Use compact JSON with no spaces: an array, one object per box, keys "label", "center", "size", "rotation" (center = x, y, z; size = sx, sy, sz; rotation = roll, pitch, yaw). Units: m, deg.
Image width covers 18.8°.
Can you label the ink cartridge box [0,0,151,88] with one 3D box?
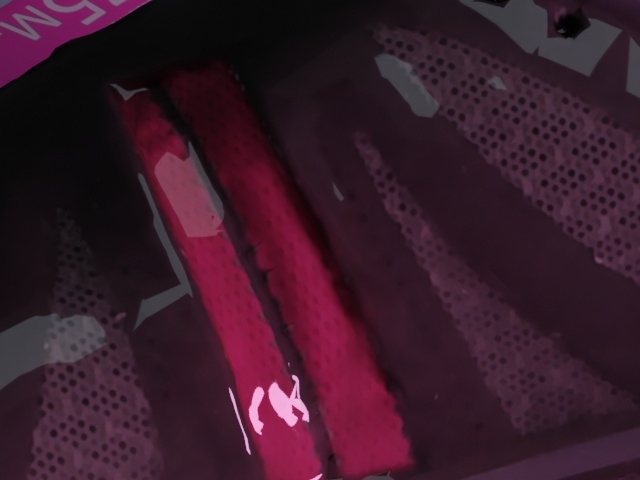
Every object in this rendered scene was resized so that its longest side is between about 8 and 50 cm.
[{"label":"ink cartridge box","center":[0.000,0.000,0.643],"size":[0.311,0.065,0.186],"rotation":[29,44,20]}]

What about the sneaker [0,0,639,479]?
[{"label":"sneaker","center":[-0.016,0.019,0.450],"size":[0.483,0.185,0.202],"rotation":[2,82,-15]}]
